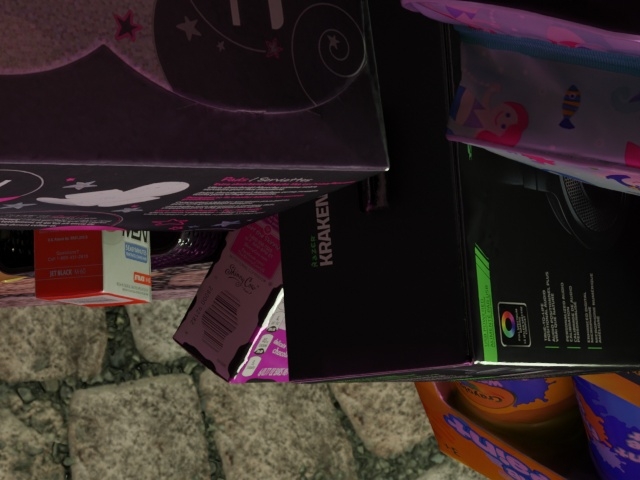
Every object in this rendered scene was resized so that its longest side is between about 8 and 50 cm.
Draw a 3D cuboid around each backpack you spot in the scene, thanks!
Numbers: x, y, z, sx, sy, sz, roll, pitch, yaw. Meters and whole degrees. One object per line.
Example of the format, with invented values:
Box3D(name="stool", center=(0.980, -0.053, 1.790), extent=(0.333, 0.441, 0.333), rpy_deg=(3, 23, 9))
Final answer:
Box3D(name="backpack", center=(0.175, -0.111, 0.860), extent=(0.225, 0.191, 0.253), rpy_deg=(13, -165, 23))

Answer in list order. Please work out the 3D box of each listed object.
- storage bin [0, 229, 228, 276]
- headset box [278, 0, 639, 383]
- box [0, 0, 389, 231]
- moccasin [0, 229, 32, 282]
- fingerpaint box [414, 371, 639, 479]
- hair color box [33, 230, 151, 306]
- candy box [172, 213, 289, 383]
Box3D(name="storage bin", center=(-0.166, -0.038, 1.576), extent=(0.180, 0.122, 0.084), rpy_deg=(-8, 172, 26))
Box3D(name="headset box", center=(0.092, -0.039, 1.217), extent=(0.131, 0.246, 0.283), rpy_deg=(-8, 171, 35))
Box3D(name="box", center=(-0.109, -0.096, 0.934), extent=(0.247, 0.163, 0.142), rpy_deg=(0, 168, -38))
Box3D(name="moccasin", center=(-0.374, -0.009, 1.711), extent=(0.380, 0.139, 0.147), rpy_deg=(-11, 170, -40))
Box3D(name="fingerpaint box", center=(0.267, 0.114, 1.501), extent=(0.445, 0.163, 0.371), rpy_deg=(28, 157, 30))
Box3D(name="hair color box", center=(-0.154, -0.042, 1.344), extent=(0.053, 0.167, 0.093), rpy_deg=(-5, 173, 15))
Box3D(name="candy box", center=(0.000, 0.000, 1.588), extent=(0.071, 0.233, 0.159), rpy_deg=(35, -165, 28))
